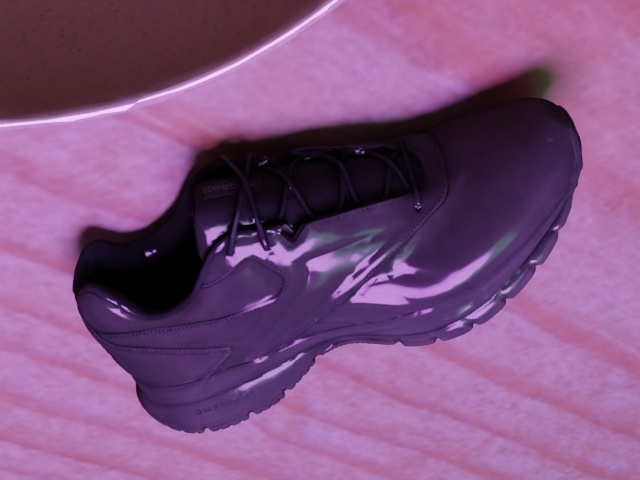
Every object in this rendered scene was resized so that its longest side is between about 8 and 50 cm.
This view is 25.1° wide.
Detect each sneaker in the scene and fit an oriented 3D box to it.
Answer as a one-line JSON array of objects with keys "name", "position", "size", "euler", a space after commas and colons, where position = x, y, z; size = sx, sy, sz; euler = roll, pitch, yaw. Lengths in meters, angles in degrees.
[{"name": "sneaker", "position": [0.000, 0.000, 0.751], "size": [0.286, 0.109, 0.130], "euler": [-29, 133, 11]}]

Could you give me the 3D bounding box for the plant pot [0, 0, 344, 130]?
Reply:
[{"name": "plant pot", "position": [-0.104, -0.198, 0.414], "size": [0.284, 0.191, 0.284], "euler": [-11, 139, -9]}]
